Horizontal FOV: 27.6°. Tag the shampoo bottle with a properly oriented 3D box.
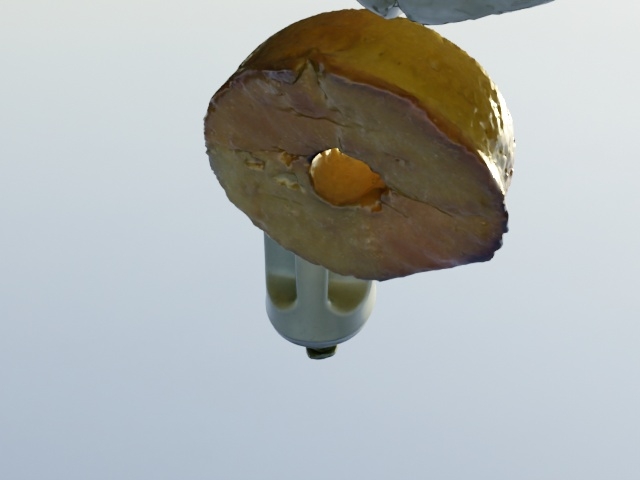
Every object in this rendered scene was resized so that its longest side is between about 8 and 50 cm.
[{"bbox_3d":[0.000,0.000,0.973,0.087,0.234,0.118,3,-139,5],"label":"shampoo bottle"}]

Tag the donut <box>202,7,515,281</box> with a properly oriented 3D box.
[{"bbox_3d":[0.026,-0.055,0.730,0.190,0.174,0.075,-39,-159,57],"label":"donut"}]

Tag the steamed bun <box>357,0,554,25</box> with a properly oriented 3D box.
[{"bbox_3d":[0.054,-0.194,0.350,0.320,0.275,0.206,-44,-145,6],"label":"steamed bun"}]
